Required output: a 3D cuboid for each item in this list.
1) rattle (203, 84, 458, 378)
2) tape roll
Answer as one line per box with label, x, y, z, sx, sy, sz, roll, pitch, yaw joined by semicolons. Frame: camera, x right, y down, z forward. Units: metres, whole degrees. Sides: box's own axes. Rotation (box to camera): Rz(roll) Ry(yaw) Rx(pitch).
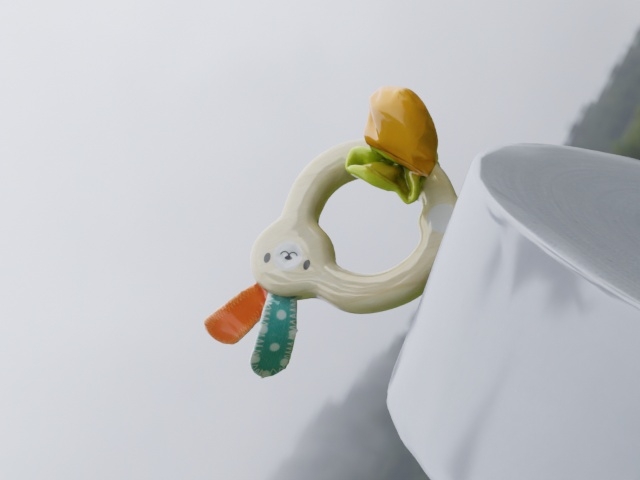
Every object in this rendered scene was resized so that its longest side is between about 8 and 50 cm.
rattle;0.000;0.000;1.185;0.199;0.130;0.143;-29;-4;-2
tape roll;0.132;0.047;0.483;0.072;0.219;0.219;-69;-11;16
